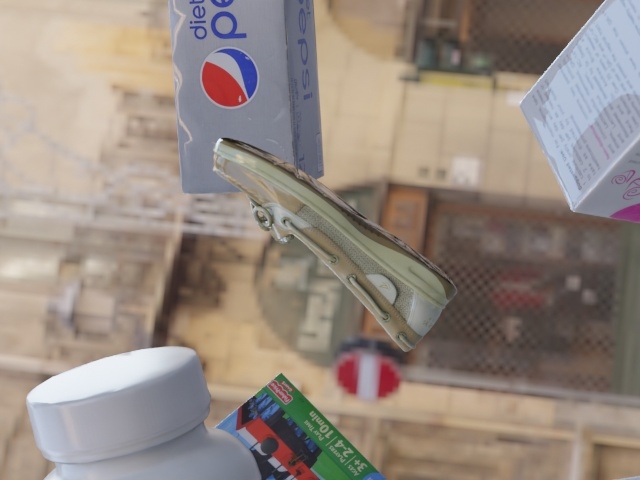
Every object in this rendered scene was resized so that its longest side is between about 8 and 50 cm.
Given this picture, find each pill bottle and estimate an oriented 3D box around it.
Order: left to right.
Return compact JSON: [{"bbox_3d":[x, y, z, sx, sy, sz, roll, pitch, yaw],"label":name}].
[{"bbox_3d":[-0.110,0.236,1.359,0.169,0.169,0.301,-57,-46,-75],"label":"pill bottle"}]

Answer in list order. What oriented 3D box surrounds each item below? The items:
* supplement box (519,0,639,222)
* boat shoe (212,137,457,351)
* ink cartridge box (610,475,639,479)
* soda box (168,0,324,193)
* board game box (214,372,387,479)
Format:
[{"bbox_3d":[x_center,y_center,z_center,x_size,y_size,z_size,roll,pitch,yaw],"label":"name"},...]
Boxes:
[{"bbox_3d":[0.257,-0.121,1.332,0.220,0.111,0.114,-52,46,33],"label":"supplement box"},{"bbox_3d":[0.000,0.000,1.035,0.048,0.153,0.056,-55,7,6],"label":"boat shoe"},{"bbox_3d":[0.110,0.170,0.743,0.303,0.307,0.072,30,-126,-45],"label":"ink cartridge box"},{"bbox_3d":[-0.061,-0.182,1.492,0.091,0.098,0.286,-34,-59,-72],"label":"soda box"},{"bbox_3d":[-0.059,0.230,1.554,0.211,0.160,0.039,-40,-28,-14],"label":"board game box"}]
